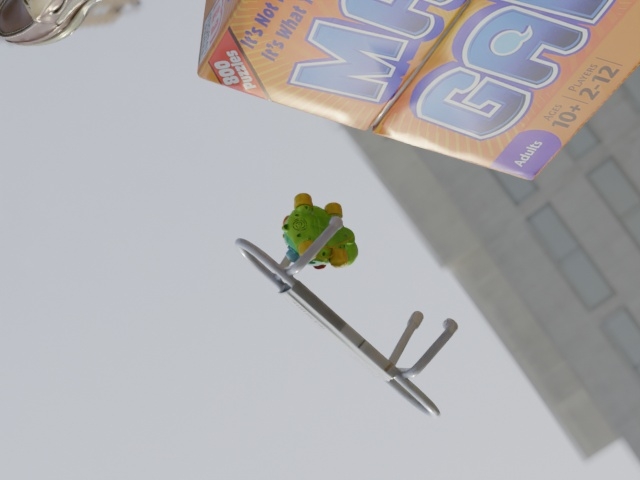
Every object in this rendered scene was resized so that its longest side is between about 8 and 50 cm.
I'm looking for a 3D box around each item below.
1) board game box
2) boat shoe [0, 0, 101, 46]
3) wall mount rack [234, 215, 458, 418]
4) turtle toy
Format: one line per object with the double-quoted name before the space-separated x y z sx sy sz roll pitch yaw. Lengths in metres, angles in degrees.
"board game box" 0.125 -0.336 1.540 0.356 0.356 0.356 16 -126 -17
"boat shoe" -0.380 -0.386 2.411 0.120 0.324 0.123 8 -116 -46
"wall mount rack" 0.049 0.078 2.196 0.350 0.130 0.304 42 172 -5
"turtle toy" 0.000 0.000 2.161 0.130 0.066 0.095 17 -126 -34
